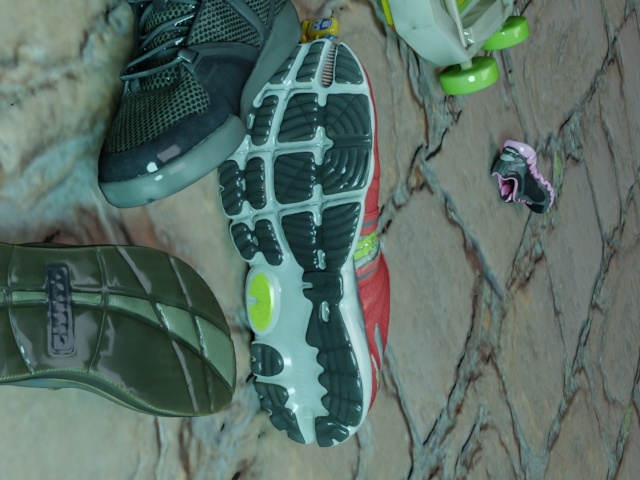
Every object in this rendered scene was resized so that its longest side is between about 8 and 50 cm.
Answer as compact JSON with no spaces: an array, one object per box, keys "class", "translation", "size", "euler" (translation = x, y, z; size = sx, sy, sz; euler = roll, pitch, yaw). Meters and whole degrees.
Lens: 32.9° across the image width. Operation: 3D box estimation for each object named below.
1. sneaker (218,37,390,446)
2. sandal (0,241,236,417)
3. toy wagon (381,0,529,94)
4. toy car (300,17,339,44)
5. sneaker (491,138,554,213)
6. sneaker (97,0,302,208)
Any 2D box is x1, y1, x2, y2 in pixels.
[{"class":"sneaker","translation":[0.000,0.000,0.758],"size":[0.118,0.107,0.278],"euler":[-27,120,-67]},{"class":"sandal","translation":[-0.132,0.047,0.550],"size":[0.219,0.060,0.090],"euler":[8,73,-45]},{"class":"toy wagon","translation":[0.139,-0.310,1.056],"size":[0.344,0.068,0.267],"euler":[-51,129,-52]},{"class":"toy car","translation":[-0.020,-0.144,0.780],"size":[0.060,0.041,0.122],"euler":[62,38,-35]},{"class":"sneaker","translation":[0.219,-0.059,1.199],"size":[0.057,0.047,0.119],"euler":[-57,137,-16]},{"class":"sneaker","translation":[-0.086,-0.120,0.621],"size":[0.130,0.087,0.227],"euler":[63,34,-31]}]
